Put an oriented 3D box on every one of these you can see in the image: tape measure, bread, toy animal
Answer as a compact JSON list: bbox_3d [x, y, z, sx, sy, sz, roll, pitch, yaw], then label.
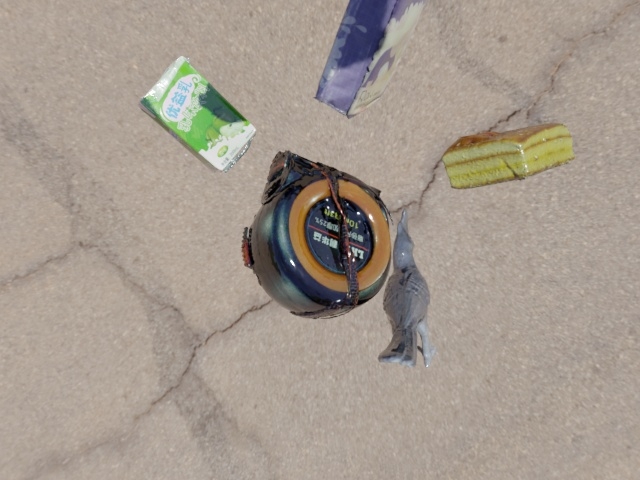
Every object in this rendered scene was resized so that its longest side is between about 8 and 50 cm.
[{"bbox_3d":[0.000,0.000,0.684,0.202,0.135,0.222,20,64,-26],"label":"tape measure"},{"bbox_3d":[0.404,-0.189,1.033,0.234,0.184,0.110,-20,101,-39],"label":"bread"},{"bbox_3d":[0.147,0.127,0.810,0.081,0.367,0.205,-7,124,17],"label":"toy animal"}]

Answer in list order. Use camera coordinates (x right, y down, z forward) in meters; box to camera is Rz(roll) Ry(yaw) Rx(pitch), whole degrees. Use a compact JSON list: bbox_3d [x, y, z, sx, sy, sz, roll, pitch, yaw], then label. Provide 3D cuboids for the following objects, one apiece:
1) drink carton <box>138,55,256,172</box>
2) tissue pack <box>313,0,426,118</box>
[{"bbox_3d":[-0.309,-0.315,1.237,0.271,0.108,0.161,42,80,-23],"label":"drink carton"},{"bbox_3d":[0.125,-0.465,1.082,0.125,0.242,0.343,31,127,9],"label":"tissue pack"}]
